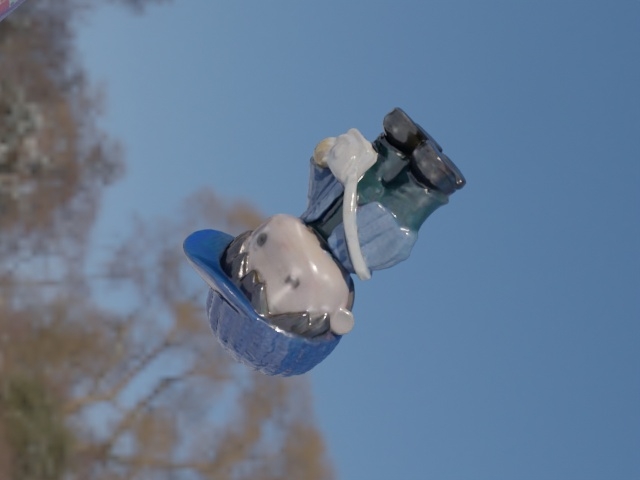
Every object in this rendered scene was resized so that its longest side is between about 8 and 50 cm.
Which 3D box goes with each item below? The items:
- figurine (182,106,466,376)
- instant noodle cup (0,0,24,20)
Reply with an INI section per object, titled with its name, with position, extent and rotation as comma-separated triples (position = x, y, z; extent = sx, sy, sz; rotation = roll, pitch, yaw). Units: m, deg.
[figurine]
position = 0.004, 0.002, 0.880
extent = 0.077, 0.136, 0.079
rotation = 53, 2, 28
[instant noodle cup]
position = -0.309, -0.206, 1.347
extent = 0.244, 0.255, 0.244
rotation = 47, -17, 19
